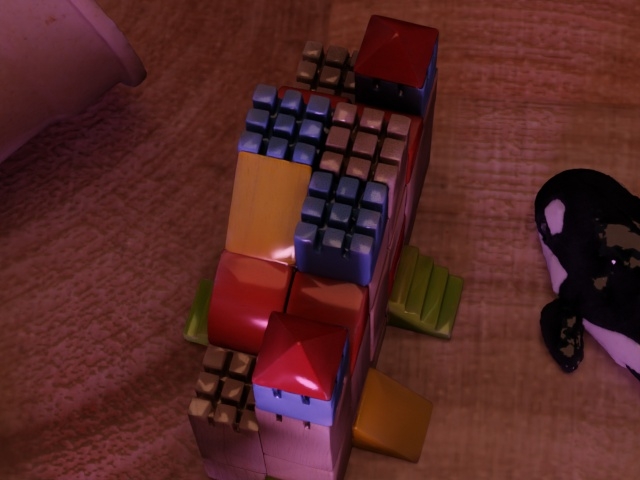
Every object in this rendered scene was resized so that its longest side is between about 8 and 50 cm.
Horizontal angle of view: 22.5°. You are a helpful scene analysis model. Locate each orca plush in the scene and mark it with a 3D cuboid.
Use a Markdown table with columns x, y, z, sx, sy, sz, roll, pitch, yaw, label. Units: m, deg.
| x | y | z | sx | sy | sz | roll | pitch | yaw | label |
| --- | --- | --- | --- | --- | --- | --- | --- | --- | --- |
| 0.239 | 0.058 | 1.130 | 0.151 | 0.102 | 0.287 | -12 | 66 | -4 | orca plush |

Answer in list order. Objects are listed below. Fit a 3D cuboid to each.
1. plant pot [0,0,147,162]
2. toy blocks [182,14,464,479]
| x | y | z | sx | sy | sz | roll | pitch | yaw | label |
| --- | --- | --- | --- | --- | --- | --- | --- | --- | --- |
| -0.346 | -0.118 | 1.132 | 0.334 | 0.334 | 0.305 | 40 | 84 | 17 | plant pot |
| 0.000 | 0.000 | 1.075 | 0.190 | 0.261 | 0.381 | 13 | 66 | 7 | toy blocks |
